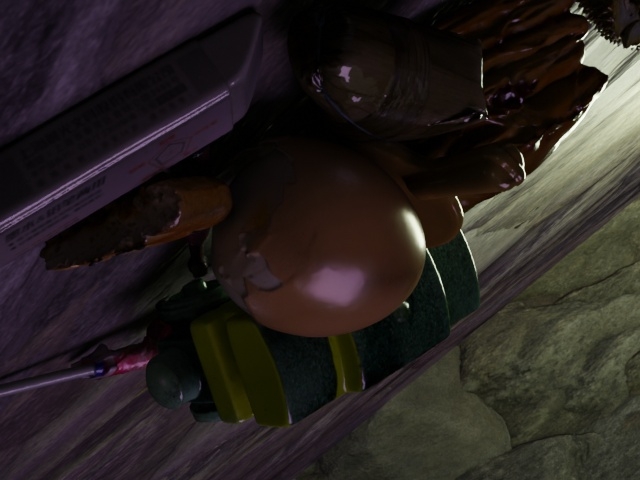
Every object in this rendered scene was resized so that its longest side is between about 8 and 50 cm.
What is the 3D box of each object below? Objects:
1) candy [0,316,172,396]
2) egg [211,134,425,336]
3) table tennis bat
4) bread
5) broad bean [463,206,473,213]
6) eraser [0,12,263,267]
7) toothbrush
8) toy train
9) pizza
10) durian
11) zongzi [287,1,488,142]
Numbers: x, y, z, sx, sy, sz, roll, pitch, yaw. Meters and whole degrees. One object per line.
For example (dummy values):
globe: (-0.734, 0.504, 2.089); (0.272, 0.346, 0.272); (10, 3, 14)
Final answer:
candy: (-0.262, 0.157, 1.501); (0.365, 0.124, 0.124); (-12, 154, -38)
egg: (0.000, 0.000, 1.228); (0.244, 0.201, 0.201); (14, 135, -35)
table tennis bat: (0.093, -0.059, 1.292); (0.321, 0.198, 0.050); (-9, -136, 54)
bread: (0.174, -0.132, 1.380); (0.278, 0.167, 0.324); (-28, 163, -24)
broad bean: (0.156, -0.026, 1.890); (0.325, 0.075, 0.067); (-39, -151, 21)
eraser: (-0.184, -0.069, 0.995); (0.352, 0.061, 0.089); (-32, 166, -12)
toothbrush: (-0.134, -0.029, 1.278); (0.041, 0.041, 0.364); (-31, 165, -15)
toy train: (0.003, 0.090, 1.476); (0.272, 0.179, 0.442); (-6, -165, 46)
pizza: (-0.179, -0.022, 1.112); (0.194, 0.069, 0.154); (-16, -177, 15)
durian: (0.377, -0.305, 1.348); (0.193, 0.137, 0.237); (-47, 161, 20)
zongzi: (0.006, -0.150, 1.142); (0.242, 0.112, 0.221); (-6, 168, 42)
